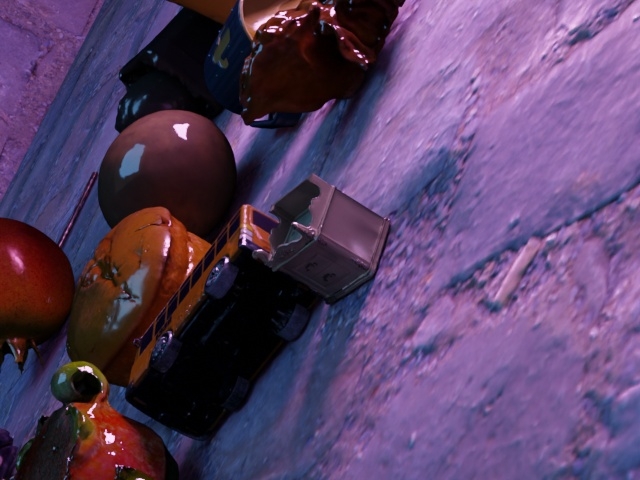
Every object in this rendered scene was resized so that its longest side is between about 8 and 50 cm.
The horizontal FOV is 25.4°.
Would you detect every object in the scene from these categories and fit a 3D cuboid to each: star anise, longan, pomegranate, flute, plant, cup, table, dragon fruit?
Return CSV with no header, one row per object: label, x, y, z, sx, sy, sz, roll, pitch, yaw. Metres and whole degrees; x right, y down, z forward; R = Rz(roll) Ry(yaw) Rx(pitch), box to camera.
star anise,0.002,-0.256,1.528,0.237,0.148,0.346,-29,44,54
longan,-0.188,-0.060,1.705,0.204,0.159,0.185,-61,-7,13
pomegranate,-0.497,0.092,2.222,0.221,0.221,0.257,-41,54,45
flute,-0.470,-0.021,2.650,0.014,0.014,0.269,-34,30,54
plant,-0.210,-0.238,2.088,0.164,0.142,0.256,-23,36,60
cup,-0.062,-0.208,1.692,0.155,0.131,0.176,142,128,-58
table,0.000,0.000,1.214,0.079,0.083,0.062,-35,29,51
dragon fruit,-0.230,0.262,1.304,0.268,0.130,0.295,-9,60,66

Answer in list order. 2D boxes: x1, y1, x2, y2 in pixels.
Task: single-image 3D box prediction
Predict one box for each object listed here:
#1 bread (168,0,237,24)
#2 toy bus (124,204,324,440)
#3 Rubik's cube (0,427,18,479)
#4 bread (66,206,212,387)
bread,-0.178,-0.469,2.004,0.361,0.394,0.250,-90,22,-53
toy bus,-0.091,0.075,1.318,0.201,0.098,0.114,-51,18,22
Rubik's cube,-0.655,0.371,2.023,0.305,0.310,0.307,-27,38,61
bread,-0.188,0.066,1.531,0.195,0.142,0.269,-59,19,1
